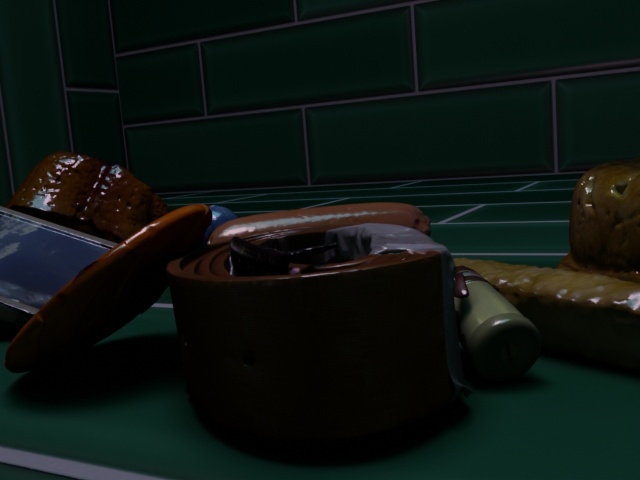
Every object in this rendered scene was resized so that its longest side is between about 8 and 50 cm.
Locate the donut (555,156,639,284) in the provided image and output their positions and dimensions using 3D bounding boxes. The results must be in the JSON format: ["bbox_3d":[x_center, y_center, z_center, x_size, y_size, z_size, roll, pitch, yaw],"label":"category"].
[{"bbox_3d":[0.318,0.000,0.526,0.208,0.128,0.261,-9,10,-32],"label":"donut"}]

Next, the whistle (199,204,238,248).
[{"bbox_3d":[-0.146,-0.011,1.043,0.157,0.091,0.090,2,10,44],"label":"whistle"}]

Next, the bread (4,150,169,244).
[{"bbox_3d":[-0.332,-0.030,1.013,0.232,0.135,0.246,25,-17,-22],"label":"bread"}]

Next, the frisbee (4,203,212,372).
[{"bbox_3d":[-0.153,0.044,0.541,0.192,0.035,0.192,-41,-2,-2],"label":"frisbee"}]

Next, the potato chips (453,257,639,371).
[{"bbox_3d":[0.170,0.047,0.519,0.080,0.057,0.407,-15,11,-28],"label":"potato chips"}]

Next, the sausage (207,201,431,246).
[{"bbox_3d":[0.001,0.000,0.879,0.288,0.086,0.086,-8,8,-15],"label":"sausage"}]

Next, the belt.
[{"bbox_3d":[-0.005,0.047,0.469,0.183,0.105,0.261,-9,6,-18],"label":"belt"}]

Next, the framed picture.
[{"bbox_3d":[-0.348,0.015,0.739,0.259,0.023,0.189,18,22,4],"label":"framed picture"}]

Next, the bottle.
[{"bbox_3d":[0.107,0.052,0.477,0.047,0.063,0.101,-4,25,-11],"label":"bottle"}]
